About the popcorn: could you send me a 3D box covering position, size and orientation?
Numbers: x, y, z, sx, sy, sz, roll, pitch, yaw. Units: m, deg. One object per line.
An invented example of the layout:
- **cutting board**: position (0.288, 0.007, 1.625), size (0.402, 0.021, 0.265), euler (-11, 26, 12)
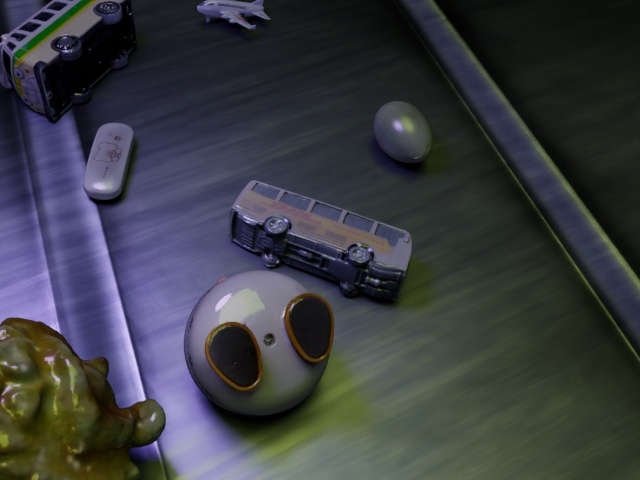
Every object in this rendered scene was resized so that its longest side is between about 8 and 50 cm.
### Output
- **popcorn**: position (-0.395, 0.267, 1.030), size (0.279, 0.335, 0.274), euler (-15, 27, 28)

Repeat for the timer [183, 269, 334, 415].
- **timer**: position (-0.107, 0.162, 1.237), size (0.233, 0.240, 0.233), euler (3, 79, -19)

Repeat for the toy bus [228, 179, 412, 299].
- **toy bus**: position (0.000, 0.000, 1.420), size (0.342, 0.097, 0.138), euler (18, 44, 8)

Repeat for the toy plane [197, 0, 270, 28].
- **toy plane**: position (-0.212, -0.556, 1.849), size (0.171, 0.065, 0.162), euler (-10, 54, -14)

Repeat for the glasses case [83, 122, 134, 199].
- **glasses case**: position (-0.415, -0.158, 1.509), size (0.074, 0.049, 0.193), euler (5, 50, -4)

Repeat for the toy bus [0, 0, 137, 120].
- **toy bus**: position (-0.546, -0.412, 1.634), size (0.179, 0.143, 0.305), euler (22, 52, 12)

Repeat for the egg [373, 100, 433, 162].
- **egg**: position (0.175, -0.226, 1.612), size (0.114, 0.114, 0.152), euler (-19, 59, -22)
